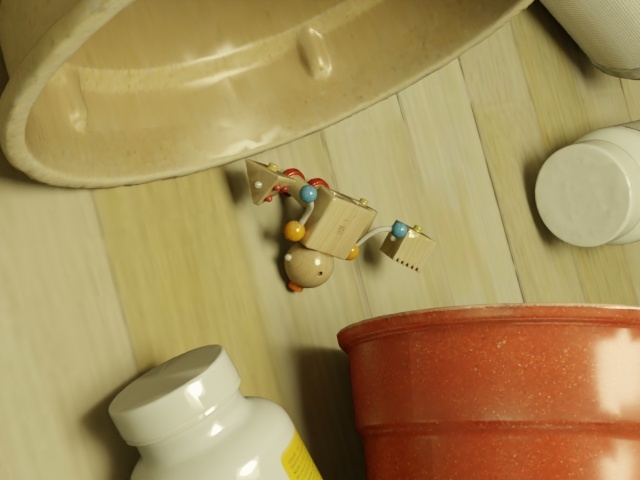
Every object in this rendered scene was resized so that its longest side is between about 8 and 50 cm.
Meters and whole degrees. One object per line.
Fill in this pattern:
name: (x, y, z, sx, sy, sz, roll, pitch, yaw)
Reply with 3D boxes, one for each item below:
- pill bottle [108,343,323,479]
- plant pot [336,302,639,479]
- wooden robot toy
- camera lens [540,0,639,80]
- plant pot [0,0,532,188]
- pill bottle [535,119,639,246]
pill bottle: (-0.047, 0.158, 0.549, 0.103, 0.103, 0.184, -37, 105, -44)
plant pot: (0.144, 0.195, 0.613, 0.272, 0.272, 0.265, 16, 69, -42)
wooden robot toy: (0.000, 0.000, 0.687, 0.173, 0.076, 0.079, 20, 100, -40)
camera lens: (0.317, -0.318, 0.968, 0.274, 0.219, 0.219, 37, 55, -32)
plant pot: (-0.065, -0.237, 0.520, 0.334, 0.334, 0.305, -16, 80, -46)
pill bottle: (0.320, -0.062, 0.970, 0.221, 0.121, 0.121, -16, 90, -47)
